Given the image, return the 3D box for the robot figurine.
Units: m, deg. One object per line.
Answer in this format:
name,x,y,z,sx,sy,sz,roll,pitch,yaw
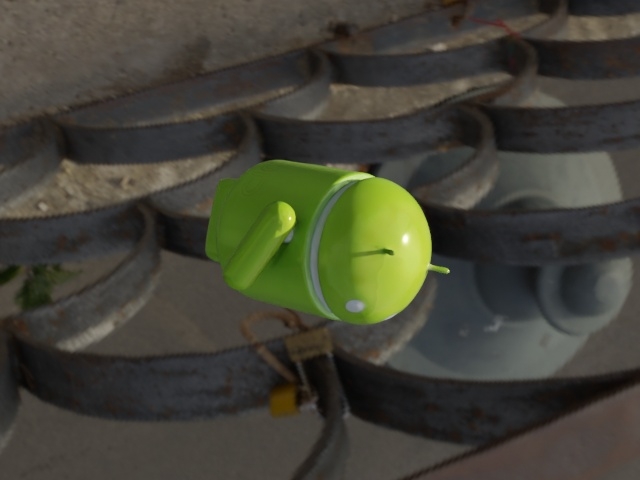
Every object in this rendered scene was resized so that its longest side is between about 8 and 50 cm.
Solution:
robot figurine,0.000,0.000,0.559,0.101,0.115,0.067,14,89,-50
